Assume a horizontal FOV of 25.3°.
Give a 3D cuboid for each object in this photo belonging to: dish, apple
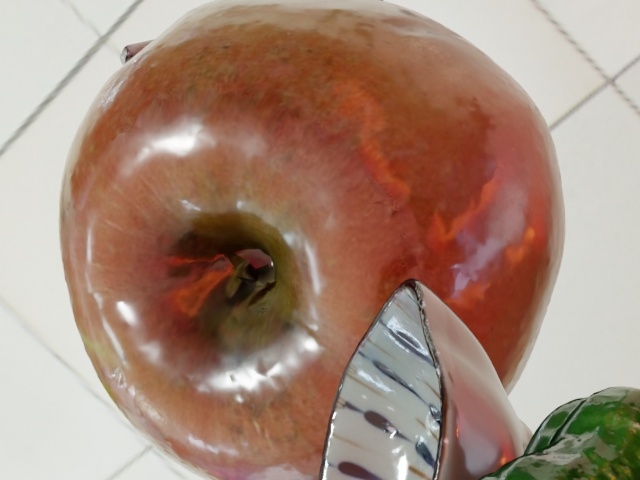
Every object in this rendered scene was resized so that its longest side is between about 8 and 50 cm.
[{"bbox_3d":[0.048,0.115,0.595,0.066,0.191,0.191,12,124,-11],"label":"dish"},{"bbox_3d":[0.000,0.000,0.959,0.338,0.305,0.339,3,98,23],"label":"apple"}]

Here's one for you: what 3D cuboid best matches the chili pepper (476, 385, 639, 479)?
[{"bbox_3d":[0.056,0.125,0.422,0.074,0.257,0.100,39,139,2],"label":"chili pepper"}]

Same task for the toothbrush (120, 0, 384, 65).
[{"bbox_3d":[-0.047,-0.174,1.158,0.026,0.288,0.024,26,124,36],"label":"toothbrush"}]
